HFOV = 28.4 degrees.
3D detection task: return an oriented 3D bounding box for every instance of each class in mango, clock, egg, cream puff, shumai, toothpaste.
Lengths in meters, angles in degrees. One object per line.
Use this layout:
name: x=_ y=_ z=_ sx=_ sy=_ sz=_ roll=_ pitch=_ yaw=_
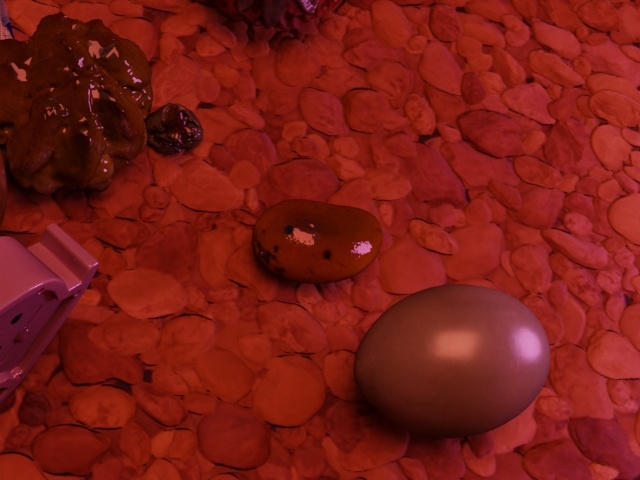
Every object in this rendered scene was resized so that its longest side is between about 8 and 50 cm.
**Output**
mango: x=-0.001 y=0.003 z=1.638 sx=0.178 sy=0.090 sz=0.115 roll=7 pitch=52 yaw=-22
clock: x=-0.399 y=0.128 z=1.347 sx=0.080 sy=0.290 sz=0.275 roll=41 pitch=23 yaw=12
egg: x=0.161 y=0.147 z=1.543 sx=0.253 sy=0.186 sz=0.187 roll=-2 pitch=62 yaw=-20
cream puff: x=-0.325 y=-0.174 z=1.598 sx=0.244 sy=0.196 sz=0.244 roll=-1 pitch=80 yaw=8
shumai: x=-0.193 y=-0.160 z=1.674 sx=0.083 sy=0.080 sz=0.082 roll=20 pitch=56 yaw=-2
toothpaste: x=-0.434 y=-0.301 z=1.722 sx=0.024 sy=0.015 sz=0.083 roll=-9 pitch=70 yaw=-22

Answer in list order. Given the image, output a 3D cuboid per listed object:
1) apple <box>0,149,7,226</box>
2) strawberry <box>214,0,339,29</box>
apple: x=-0.486 y=-0.067 z=1.440 sx=0.264 sy=0.264 sz=0.264 roll=7 pitch=60 yaw=-13
strawberry: x=-0.072 y=-0.442 z=1.843 sx=0.265 sy=0.149 sz=0.336 roll=0 pitch=51 yaw=-9
